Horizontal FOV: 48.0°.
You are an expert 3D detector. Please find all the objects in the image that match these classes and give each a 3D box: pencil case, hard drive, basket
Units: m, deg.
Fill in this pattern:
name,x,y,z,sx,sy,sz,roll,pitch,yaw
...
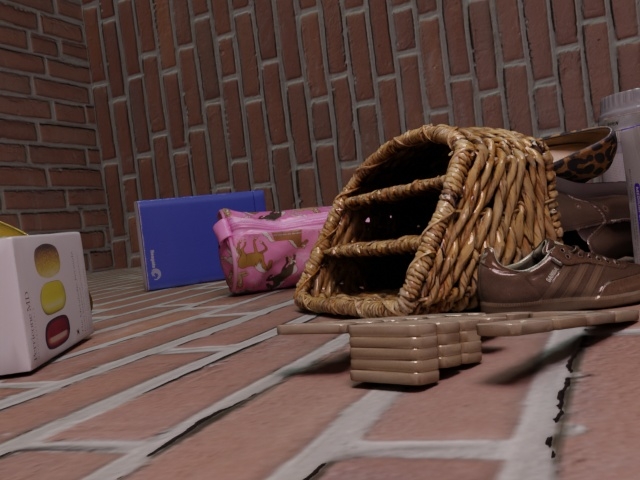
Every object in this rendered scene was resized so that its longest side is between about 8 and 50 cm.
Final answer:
name,x,y,z,sx,sy,sz,roll,pitch,yaw
pencil case,0.000,0.000,1.318,0.386,0.167,0.160,-8,18,-12
hard drive,-0.278,-0.005,1.743,0.319,0.210,0.040,-8,2,-28
basket,0.105,-0.028,0.861,0.223,0.213,0.299,-7,1,-23

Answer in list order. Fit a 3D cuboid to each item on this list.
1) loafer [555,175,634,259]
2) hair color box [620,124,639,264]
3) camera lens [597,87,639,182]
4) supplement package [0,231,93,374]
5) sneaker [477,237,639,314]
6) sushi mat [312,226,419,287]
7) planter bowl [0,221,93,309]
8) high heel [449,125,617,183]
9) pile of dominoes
name,x,y,z,sx,sy,sz,roll,pitch,yaw
loafer,0.356,-0.005,0.999,0.366,0.130,0.134,6,-26,-17
hair color box,0.430,-0.047,0.707,0.110,0.185,0.339,-7,1,-5
camera lens,0.617,-0.131,1.280,0.220,0.274,0.219,-6,2,0
supplement package,-0.355,0.066,0.798,0.134,0.138,0.244,-8,3,-3
sneaker,0.247,0.030,0.704,0.189,0.071,0.066,-7,1,-8
sushi mat,0.134,0.019,1.240,0.317,0.019,0.151,-7,-33,-19
planter bowl,-0.432,0.072,0.984,0.217,0.217,0.090,-6,43,38
high heel,0.266,-0.123,1.004,0.261,0.093,0.186,9,-28,-11
pile of dominoes,0.114,0.080,0.569,0.196,0.040,0.251,-6,-7,41
